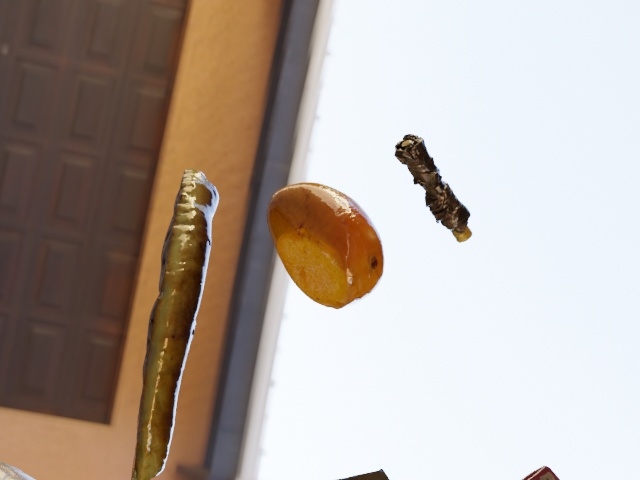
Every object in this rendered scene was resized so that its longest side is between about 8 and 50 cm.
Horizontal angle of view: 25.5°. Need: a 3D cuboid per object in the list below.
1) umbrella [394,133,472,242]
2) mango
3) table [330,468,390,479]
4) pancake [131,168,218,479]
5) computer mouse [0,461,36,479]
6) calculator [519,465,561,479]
[{"bbox_3d":[0.125,-0.053,1.527,0.037,0.144,0.040,-14,-144,31],"label":"umbrella"},{"bbox_3d":[0.005,-0.001,1.918,0.217,0.102,0.141,40,-50,35],"label":"mango"},{"bbox_3d":[0.026,0.518,2.167,0.196,0.282,0.250,-45,-114,26],"label":"table"},{"bbox_3d":[-0.199,0.127,1.948,0.304,0.067,0.426,102,-6,-55],"label":"pancake"},{"bbox_3d":[-0.572,0.399,2.125,0.199,0.389,0.114,-119,-143,-54],"label":"computer mouse"},{"bbox_3d":[0.354,0.454,2.328,0.126,0.190,0.034,54,-48,15],"label":"calculator"}]
